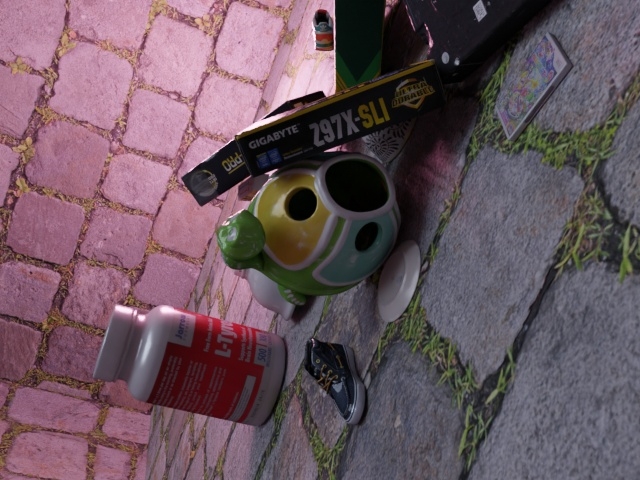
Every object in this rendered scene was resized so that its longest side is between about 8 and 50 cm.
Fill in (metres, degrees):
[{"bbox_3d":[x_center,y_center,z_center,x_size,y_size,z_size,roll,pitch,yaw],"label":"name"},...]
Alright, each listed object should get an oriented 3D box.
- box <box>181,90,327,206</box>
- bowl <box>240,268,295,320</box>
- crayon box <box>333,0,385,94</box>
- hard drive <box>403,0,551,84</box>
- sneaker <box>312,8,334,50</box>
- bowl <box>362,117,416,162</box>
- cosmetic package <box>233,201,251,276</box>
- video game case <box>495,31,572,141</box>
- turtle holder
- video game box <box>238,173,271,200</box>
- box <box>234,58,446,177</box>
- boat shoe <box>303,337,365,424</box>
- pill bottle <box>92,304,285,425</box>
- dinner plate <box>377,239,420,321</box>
[{"bbox_3d":[-0.137,-0.242,1.626,0.318,0.097,0.395,-30,9,17],"label":"box"},{"bbox_3d":[-0.111,0.034,1.566,0.298,0.134,0.297,-168,90,-84],"label":"bowl"},{"bbox_3d":[0.086,-0.497,1.421,0.313,0.106,0.362,90,-175,-53],"label":"crayon box"},{"bbox_3d":[0.235,-0.408,0.936,0.339,0.064,0.236,-41,66,63],"label":"hard drive"},{"bbox_3d":[0.009,-0.489,1.466,0.161,0.057,0.075,-90,-1,-47],"label":"sneaker"},{"bbox_3d":[0.120,-0.244,1.288,0.170,0.080,0.170,-163,90,-74],"label":"bowl"},{"bbox_3d":[-0.147,-0.032,1.831,0.224,0.138,0.224,-103,34,-62],"label":"cosmetic package"},{"bbox_3d":[0.275,-0.200,0.859,0.087,0.011,0.122,-91,25,-47],"label":"video game case"},{"bbox_3d":[-0.016,-0.044,1.098,0.227,0.320,0.243,134,143,-55],"label":"turtle holder"},{"bbox_3d":[-0.084,-0.123,1.608,0.187,0.205,0.048,160,111,-71],"label":"video game box"},{"bbox_3d":[0.031,-0.208,1.099,0.257,0.322,0.079,-88,-22,-75],"label":"box"},{"bbox_3d":[0.018,0.237,1.114,0.183,0.083,0.065,-106,37,-62],"label":"boat shoe"},{"bbox_3d":[-0.307,0.285,1.545,0.229,0.408,0.229,-163,90,-73],"label":"pill bottle"},{"bbox_3d":[0.123,0.064,1.076,0.141,0.017,0.141,-163,90,-72],"label":"dinner plate"}]
